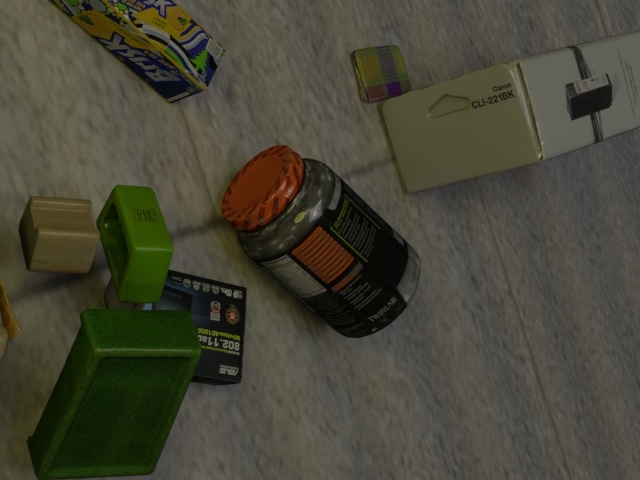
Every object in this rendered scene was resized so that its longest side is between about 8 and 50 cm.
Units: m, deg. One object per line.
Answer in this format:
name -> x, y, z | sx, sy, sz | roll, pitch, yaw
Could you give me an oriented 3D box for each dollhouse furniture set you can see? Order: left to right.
dollhouse furniture set -> -0.268, 0.060, 0.909 | 0.302, 0.151, 0.197 | 4, 43, -30

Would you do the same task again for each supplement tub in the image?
supplement tub -> 0.000, 0.000, 1.172 | 0.190, 0.117, 0.117 | 43, 54, -30

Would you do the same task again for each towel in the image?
towel -> 0.068, -0.189, 1.356 | 0.083, 0.009, 0.060 | -20, 94, -46

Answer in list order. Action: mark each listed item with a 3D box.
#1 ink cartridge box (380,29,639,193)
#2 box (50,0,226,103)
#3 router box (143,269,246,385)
ink cartridge box -> 0.233, -0.148, 1.375 | 0.273, 0.197, 0.114 | -18, 94, -45
box -> -0.169, -0.200, 1.090 | 0.169, 0.059, 0.054 | 41, 56, -31
router box -> -0.125, 0.078, 1.087 | 0.122, 0.038, 0.092 | 15, 71, -42
